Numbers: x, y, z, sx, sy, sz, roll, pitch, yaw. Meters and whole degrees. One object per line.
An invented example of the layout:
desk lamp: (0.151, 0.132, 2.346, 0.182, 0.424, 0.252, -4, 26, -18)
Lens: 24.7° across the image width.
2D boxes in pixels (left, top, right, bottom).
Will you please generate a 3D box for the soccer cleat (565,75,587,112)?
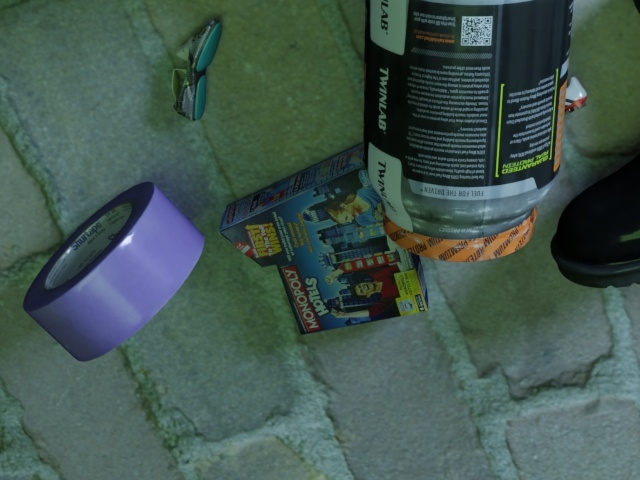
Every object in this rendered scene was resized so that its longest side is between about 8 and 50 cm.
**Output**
soccer cleat: (0.229, -0.139, 1.480, 0.083, 0.029, 0.036, -21, 91, 27)

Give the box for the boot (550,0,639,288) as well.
boot: (0.343, -0.128, 1.408, 0.348, 0.131, 0.260, -28, 121, 9)

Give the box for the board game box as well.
board game box: (0.000, 0.000, 1.567, 0.194, 0.060, 0.194, -10, 118, 14)

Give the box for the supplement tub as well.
supplement tub: (0.136, -0.151, 1.382, 0.193, 0.193, 0.316, 3, 118, 5)

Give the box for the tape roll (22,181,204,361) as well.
tape roll: (-0.217, 0.032, 1.535, 0.189, 0.189, 0.080, -35, 111, 23)

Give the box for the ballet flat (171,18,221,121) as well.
ballet flat: (-0.131, -0.177, 1.493, 0.041, 0.041, 0.114, 14, 120, -2)

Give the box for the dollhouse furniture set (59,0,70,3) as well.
dollhouse furniture set: (-0.269, -0.348, 1.398, 0.161, 0.101, 0.182, 20, 123, -34)
